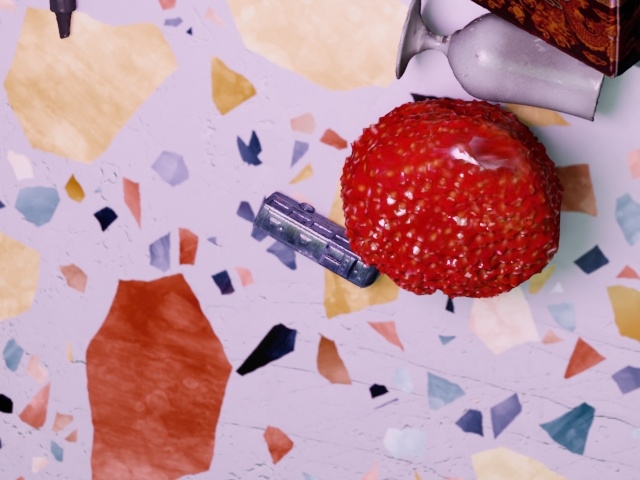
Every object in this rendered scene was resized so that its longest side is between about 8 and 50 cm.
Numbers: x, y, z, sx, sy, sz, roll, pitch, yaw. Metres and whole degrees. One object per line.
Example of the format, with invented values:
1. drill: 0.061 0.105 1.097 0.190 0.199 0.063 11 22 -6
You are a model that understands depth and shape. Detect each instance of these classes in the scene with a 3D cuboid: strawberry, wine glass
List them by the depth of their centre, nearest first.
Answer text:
1. strawberry: 0.145 -0.044 1.792 0.261 0.257 0.261 3 109 7
2. wine glass: 0.207 -0.204 1.793 0.231 0.103 0.103 16 111 9

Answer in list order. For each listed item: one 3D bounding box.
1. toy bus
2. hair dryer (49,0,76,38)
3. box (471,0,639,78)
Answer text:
1. toy bus: 0.000 0.000 1.944 0.166 0.065 0.047 29 113 8
2. hair dryer: -0.303 -0.368 1.929 0.128 0.070 0.255 5 116 15
3. box: 0.224 -0.381 1.568 0.264 0.116 0.415 34 154 32
